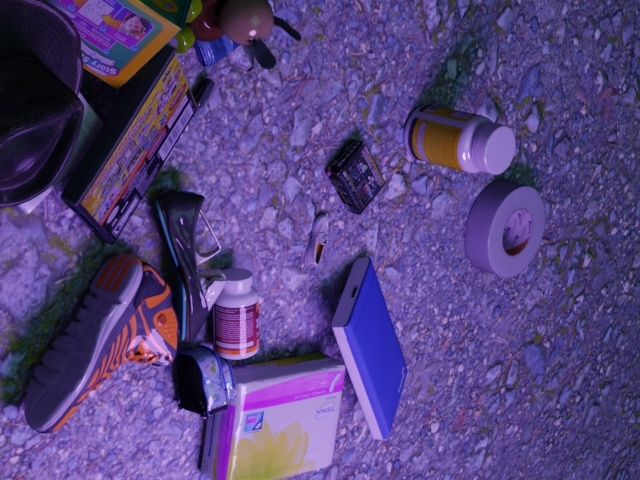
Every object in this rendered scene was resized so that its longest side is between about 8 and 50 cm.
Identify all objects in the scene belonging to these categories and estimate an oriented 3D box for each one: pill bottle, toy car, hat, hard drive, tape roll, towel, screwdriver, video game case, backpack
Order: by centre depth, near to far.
[{"bbox_3d":[-0.388,-0.141,1.364,0.331,0.134,0.331,-40,146,-35],"label":"hat"},{"bbox_3d":[-0.287,-0.143,1.674,0.275,0.035,0.248,-60,172,-11],"label":"video game case"},{"bbox_3d":[-0.128,-0.345,1.719,0.155,0.188,0.149,-53,175,-32],"label":"toy car"},{"bbox_3d":[-0.223,-0.196,1.826,0.024,0.025,0.170,32,80,-47],"label":"screwdriver"},{"bbox_3d":[-0.162,-0.346,1.831,0.119,0.029,0.067,-42,131,-27],"label":"towel"},{"bbox_3d":[-0.207,0.246,1.945,0.084,0.105,0.114,-19,107,-36],"label":"backpack"},{"bbox_3d":[-0.154,0.131,1.971,0.086,0.086,0.152,-18,117,-41],"label":"pill bottle"},{"bbox_3d":[0.282,-0.202,2.207,0.119,0.208,0.119,-18,117,-40],"label":"pill bottle"},{"bbox_3d":[0.107,0.224,2.244,0.210,0.040,0.318,-68,146,-47],"label":"hard drive"},{"bbox_3d":[0.429,-0.027,2.524,0.219,0.072,0.219,-18,117,-40],"label":"tape roll"}]

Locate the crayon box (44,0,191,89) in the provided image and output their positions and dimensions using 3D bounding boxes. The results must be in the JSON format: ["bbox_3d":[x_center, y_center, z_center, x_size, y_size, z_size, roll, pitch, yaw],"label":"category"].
[{"bbox_3d":[-0.338,-0.343,1.484,0.278,0.165,0.081,32,46,-28],"label":"crayon box"}]

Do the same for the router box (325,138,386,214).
[{"bbox_3d":[0.070,-0.125,2.143,0.092,0.038,0.122,-49,134,-21],"label":"router box"}]

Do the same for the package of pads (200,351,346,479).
[{"bbox_3d":[-0.087,0.352,2.109,0.296,0.101,0.229,-4,107,-44],"label":"package of pads"}]

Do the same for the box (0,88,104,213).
[{"bbox_3d":[-0.435,-0.168,1.548,0.182,0.119,0.181,-51,134,-21],"label":"box"}]

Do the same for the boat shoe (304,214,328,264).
[{"bbox_3d":[0.000,0.000,2.118,0.035,0.035,0.100,19,91,-47],"label":"boat shoe"}]

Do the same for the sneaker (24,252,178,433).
[{"bbox_3d":[-0.336,0.195,1.779,0.321,0.125,0.180,-58,135,-13],"label":"sneaker"}]

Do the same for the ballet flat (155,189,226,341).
[{"bbox_3d":[-0.213,0.046,1.860,0.096,0.095,0.280,-11,116,-10],"label":"ballet flat"}]
